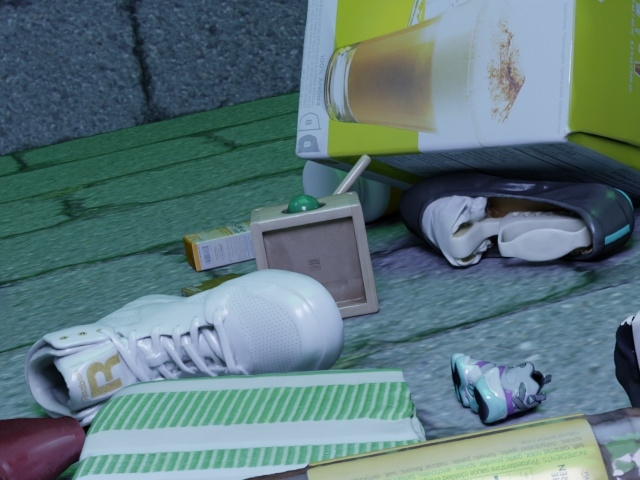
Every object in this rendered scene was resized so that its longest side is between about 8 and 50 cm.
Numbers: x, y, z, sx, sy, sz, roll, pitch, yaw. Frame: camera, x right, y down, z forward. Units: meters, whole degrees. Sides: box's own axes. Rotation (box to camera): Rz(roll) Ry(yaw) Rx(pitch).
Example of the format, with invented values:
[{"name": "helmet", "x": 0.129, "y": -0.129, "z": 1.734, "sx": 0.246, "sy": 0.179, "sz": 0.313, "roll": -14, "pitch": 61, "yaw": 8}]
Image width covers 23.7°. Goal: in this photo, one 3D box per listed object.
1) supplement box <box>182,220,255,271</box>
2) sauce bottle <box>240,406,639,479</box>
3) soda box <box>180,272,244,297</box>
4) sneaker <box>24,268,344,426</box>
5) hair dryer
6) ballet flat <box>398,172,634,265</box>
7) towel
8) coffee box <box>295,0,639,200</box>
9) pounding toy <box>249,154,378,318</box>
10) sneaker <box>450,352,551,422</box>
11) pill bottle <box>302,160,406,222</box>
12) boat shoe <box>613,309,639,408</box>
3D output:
[{"name": "supplement box", "x": -0.110, "y": 0.005, "z": 1.832, "sx": 0.098, "sy": 0.036, "sz": 0.062, "roll": -13, "pitch": 13, "yaw": -14}, {"name": "sauce bottle", "x": 0.016, "y": 0.169, "z": 0.813, "sx": 0.344, "sy": 0.111, "sz": 0.111, "roll": -10, "pitch": 12, "yaw": 1}, {"name": "soda box", "x": -0.063, "y": 0.075, "z": 1.425, "sx": 0.061, "sy": 0.058, "sz": 0.181, "roll": -17, "pitch": 14, "yaw": -26}, {"name": "sneaker", "x": -0.127, "y": 0.103, "z": 1.272, "sx": 0.292, "sy": 0.108, "sz": 0.169, "roll": -12, "pitch": 9, "yaw": 47}, {"name": "hair dryer", "x": -0.218, "y": 0.194, "z": 1.046, "sx": 0.224, "sy": 0.080, "sz": 0.293, "roll": 6, "pitch": 18, "yaw": -1}, {"name": "ballet flat", "x": 0.186, "y": -0.020, "z": 1.587, "sx": 0.280, "sy": 0.095, "sz": 0.096, "roll": -1, "pitch": 27, "yaw": 36}, {"name": "towel", "x": -0.042, "y": 0.153, "z": 1.035, "sx": 0.248, "sy": 0.038, "sz": 0.325, "roll": -2, "pitch": 13, "yaw": -3}, {"name": "coffee box", "x": 0.214, "y": -0.231, "z": 1.697, "sx": 0.334, "sy": 0.337, "sz": 0.338, "roll": -1, "pitch": -10, "yaw": 36}, {"name": "pounding toy", "x": 0.000, "y": 0.000, "z": 1.517, "sx": 0.130, "sy": 0.141, "sz": 0.100, "roll": -10, "pitch": 12, "yaw": 0}, {"name": "sneaker", "x": 0.142, "y": 0.108, "z": 1.167, "sx": 0.069, "sy": 0.038, "sz": 0.098, "roll": -11, "pitch": 22, "yaw": -11}, {"name": "pill bottle", "x": 0.085, "y": -0.092, "z": 1.921, "sx": 0.215, "sy": 0.117, "sz": 0.117, "roll": -19, "pitch": 15, "yaw": -35}, {"name": "boat shoe", "x": 0.375, "y": 0.050, "z": 1.008, "sx": 0.340, "sy": 0.127, "sz": 0.158, "roll": -1, "pitch": 23, "yaw": 40}]
